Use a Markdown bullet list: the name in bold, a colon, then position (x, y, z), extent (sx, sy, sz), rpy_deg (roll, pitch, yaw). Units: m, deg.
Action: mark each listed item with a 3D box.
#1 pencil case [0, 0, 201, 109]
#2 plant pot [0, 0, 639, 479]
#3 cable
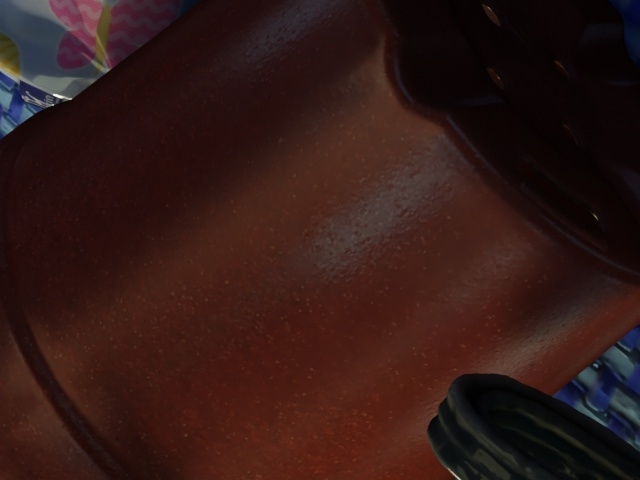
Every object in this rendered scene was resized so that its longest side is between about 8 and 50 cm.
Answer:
- **pencil case**: position (-0.091, -0.200, 0.962), extent (0.124, 0.113, 0.273), rpy_deg (24, 111, 18)
- **plant pot**: position (0.000, 0.000, 0.804), extent (0.265, 0.272, 0.272), rpy_deg (-39, 66, 31)
- **cable**: position (0.178, 0.120, 0.672), extent (0.287, 0.139, 0.072), rpy_deg (40, 122, 14)
